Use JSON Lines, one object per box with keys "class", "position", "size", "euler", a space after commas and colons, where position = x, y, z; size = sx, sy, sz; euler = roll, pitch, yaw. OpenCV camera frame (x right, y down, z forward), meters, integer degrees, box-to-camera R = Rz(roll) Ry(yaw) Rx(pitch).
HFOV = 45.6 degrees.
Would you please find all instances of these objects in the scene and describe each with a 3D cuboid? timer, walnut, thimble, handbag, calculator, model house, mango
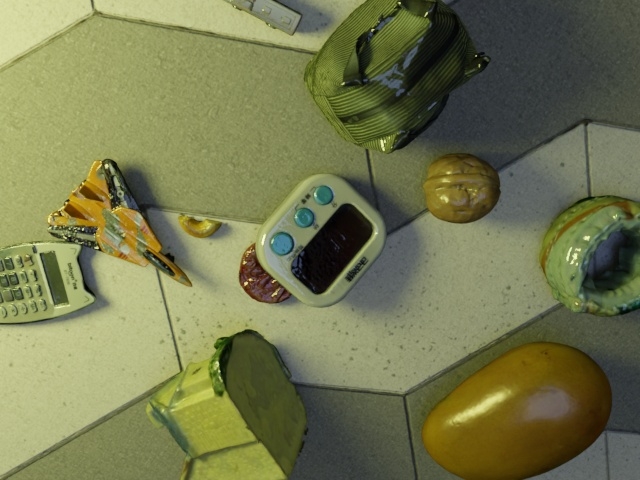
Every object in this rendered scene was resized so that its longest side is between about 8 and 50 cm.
{"class": "timer", "position": [0.000, 0.000, 1.638], "size": [0.237, 0.087, 0.262], "euler": [43, 82, -18]}
{"class": "walnut", "position": [0.305, -0.112, 1.643], "size": [0.166, 0.149, 0.167], "euler": [-2, 75, 7]}
{"class": "thimble", "position": [0.645, 0.039, 1.719], "size": [0.254, 0.167, 0.288], "euler": [42, 95, -15]}
{"class": "handbag", "position": [0.150, -0.341, 1.504], "size": [0.340, 0.240, 0.247], "euler": [-43, 111, 4]}
{"class": "calculator", "position": [-0.621, 0.090, 1.614], "size": [0.268, 0.040, 0.177], "euler": [-10, 107, -5]}
{"class": "model house", "position": [-0.215, 0.381, 1.679], "size": [0.266, 0.261, 0.321], "euler": [-25, 107, 20]}
{"class": "mango", "position": [0.453, 0.408, 1.767], "size": [0.445, 0.232, 0.300], "euler": [-26, 112, 6]}

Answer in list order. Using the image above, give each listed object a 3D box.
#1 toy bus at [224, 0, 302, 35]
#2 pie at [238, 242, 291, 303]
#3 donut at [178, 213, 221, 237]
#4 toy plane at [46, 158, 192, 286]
{"class": "toy bus", "position": [-0.120, -0.467, 1.514], "size": [0.172, 0.072, 0.057], "euler": [25, 105, -13]}
{"class": "pie", "position": [-0.111, 0.069, 1.685], "size": [0.154, 0.036, 0.155], "euler": [-2, 105, -7]}
{"class": "donut", "position": [-0.261, -0.034, 1.632], "size": [0.067, 0.038, 0.083], "euler": [-44, 109, 8]}
{"class": "toy plane", "position": [-0.392, -0.008, 1.595], "size": [0.316, 0.103, 0.204], "euler": [39, 99, -23]}
